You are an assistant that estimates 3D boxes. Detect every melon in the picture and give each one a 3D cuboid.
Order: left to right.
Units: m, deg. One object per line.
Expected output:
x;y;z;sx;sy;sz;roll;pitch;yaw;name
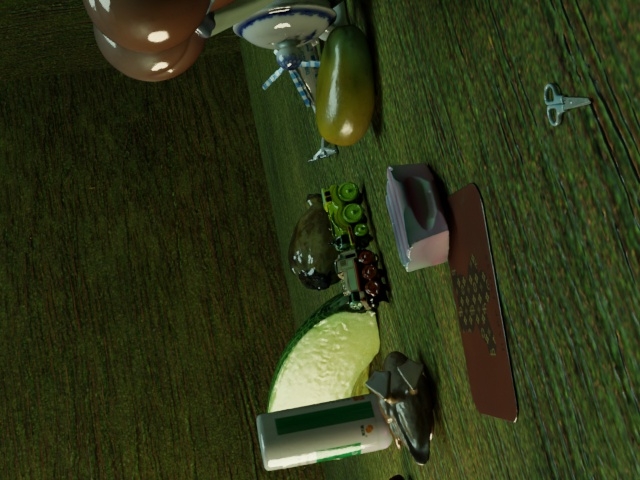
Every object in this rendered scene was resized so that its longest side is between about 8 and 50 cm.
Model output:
0.029;0.251;1.869;0.226;0.331;0.343;19;116;39;melon

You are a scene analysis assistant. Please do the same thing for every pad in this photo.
0.181;0.073;1.094;0.181;0.004;0.267;139;123;-81;pad

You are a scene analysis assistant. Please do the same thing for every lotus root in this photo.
0.000;0.000;1.944;0.138;0.138;0.214;103;170;-70;lotus root

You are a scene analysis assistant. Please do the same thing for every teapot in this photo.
-0.061;-0.397;1.435;0.424;0.252;0.280;-1;-97;-65;teapot

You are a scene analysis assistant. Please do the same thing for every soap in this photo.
0.122;-0.031;1.189;0.100;0.056;0.149;84;177;-50;soap

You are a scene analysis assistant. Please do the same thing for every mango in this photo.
0.039;-0.244;1.477;0.130;0.092;0.195;-105;15;-51;mango

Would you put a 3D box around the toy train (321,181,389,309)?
0.059;0.011;1.656;0.053;0.085;0.250;60;-166;-60;toy train

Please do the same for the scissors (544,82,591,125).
0.197;-0.109;0.751;0.083;0.006;0.036;-141;41;-79;scissors

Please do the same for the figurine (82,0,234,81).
-0.062;-0.322;1.004;0.276;0.388;0.248;156;104;-80;figurine

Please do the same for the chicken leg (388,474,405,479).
0.154;0.576;1.644;0.177;0.083;0.322;76;-176;-70;chicken leg

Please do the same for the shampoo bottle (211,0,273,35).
-0.069;-0.379;1.209;0.134;0.359;0.078;47;162;13;shampoo bottle

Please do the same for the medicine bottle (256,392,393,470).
0.030;0.302;1.514;0.095;0.260;0.095;170;90;-85;medicine bottle

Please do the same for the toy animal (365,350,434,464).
0.133;0.255;1.407;0.179;0.089;0.188;60;-165;-60;toy animal

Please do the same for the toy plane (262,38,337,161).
-0.011;-0.314;1.923;0.182;0.107;0.273;-33;91;39;toy plane
